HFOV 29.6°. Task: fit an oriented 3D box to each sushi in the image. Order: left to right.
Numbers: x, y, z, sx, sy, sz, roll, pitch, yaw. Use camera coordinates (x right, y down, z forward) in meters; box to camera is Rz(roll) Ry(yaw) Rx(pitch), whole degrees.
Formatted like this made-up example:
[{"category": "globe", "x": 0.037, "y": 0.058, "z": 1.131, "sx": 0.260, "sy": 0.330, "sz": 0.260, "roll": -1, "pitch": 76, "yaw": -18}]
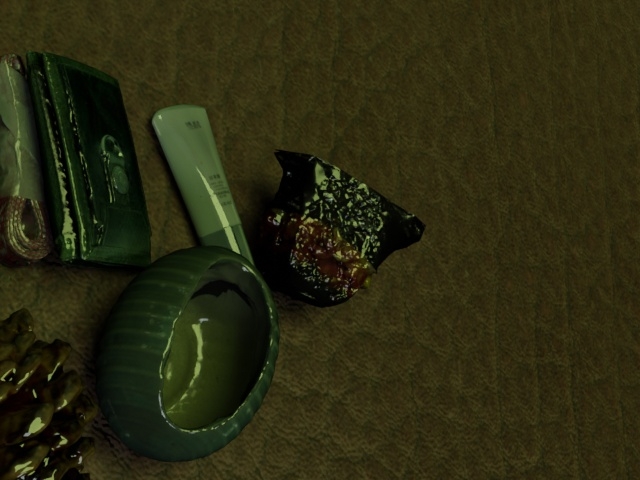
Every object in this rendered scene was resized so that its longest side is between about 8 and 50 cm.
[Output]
[{"category": "sushi", "x": 0.000, "y": 0.000, "z": 1.475, "sx": 0.172, "sy": 0.153, "sz": 0.150, "roll": 38, "pitch": 70, "yaw": -48}]

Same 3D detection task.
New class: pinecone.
[{"category": "pinecone", "x": -0.325, "y": 0.196, "z": 1.099, "sx": 0.243, "sy": 0.243, "sz": 0.257, "roll": -5, "pitch": 97, "yaw": -39}]

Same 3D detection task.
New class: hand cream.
[{"category": "hand cream", "x": -0.130, "y": -0.044, "z": 1.451, "sx": 0.079, "sy": 0.048, "sz": 0.255, "roll": -14, "pitch": 81, "yaw": -45}]

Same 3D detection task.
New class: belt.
[{"category": "belt", "x": -0.326, "y": -0.086, "z": 1.309, "sx": 0.071, "sy": 0.053, "sz": 0.232, "roll": 3, "pitch": 75, "yaw": -42}]

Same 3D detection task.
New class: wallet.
[{"category": "wallet", "x": -0.249, "y": -0.086, "z": 1.338, "sx": 0.160, "sy": 0.055, "sz": 0.236, "roll": 12, "pitch": 66, "yaw": -67}]

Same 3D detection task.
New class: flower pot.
[{"category": "flower pot", "x": -0.143, "y": 0.121, "z": 1.308, "sx": 0.189, "sy": 0.157, "sz": 0.243, "roll": 37, "pitch": 54, "yaw": -24}]
